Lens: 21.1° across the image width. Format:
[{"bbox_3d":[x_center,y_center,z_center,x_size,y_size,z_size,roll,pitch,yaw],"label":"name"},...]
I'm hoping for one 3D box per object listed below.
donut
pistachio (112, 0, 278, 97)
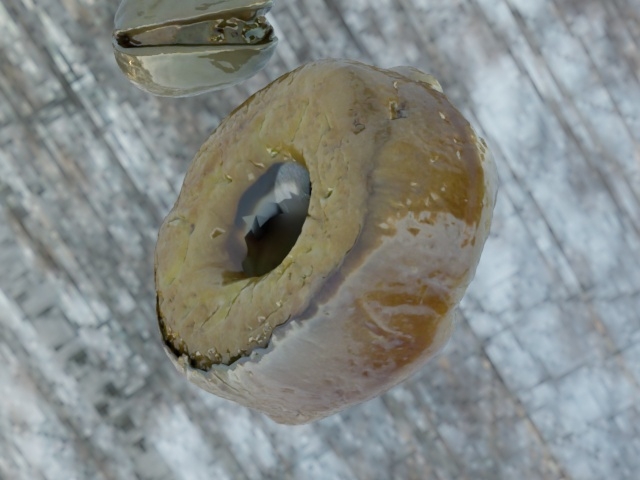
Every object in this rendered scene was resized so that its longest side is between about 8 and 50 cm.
[{"bbox_3d":[0.000,0.000,1.403,0.299,0.150,0.317,38,-74,50],"label":"donut"},{"bbox_3d":[-0.120,-0.193,1.591,0.185,0.124,0.124,2,-147,28],"label":"pistachio"}]
